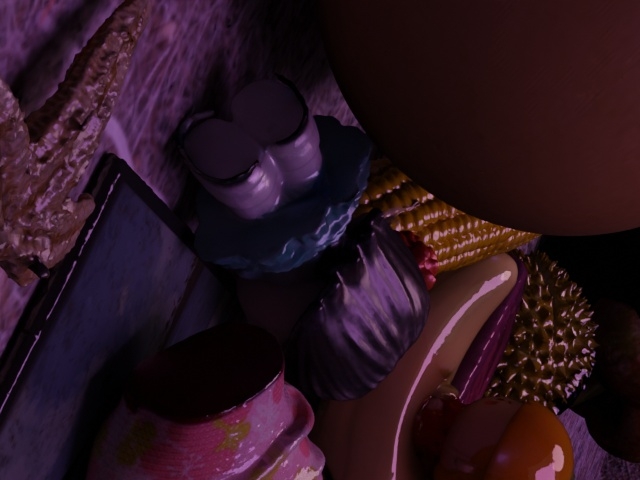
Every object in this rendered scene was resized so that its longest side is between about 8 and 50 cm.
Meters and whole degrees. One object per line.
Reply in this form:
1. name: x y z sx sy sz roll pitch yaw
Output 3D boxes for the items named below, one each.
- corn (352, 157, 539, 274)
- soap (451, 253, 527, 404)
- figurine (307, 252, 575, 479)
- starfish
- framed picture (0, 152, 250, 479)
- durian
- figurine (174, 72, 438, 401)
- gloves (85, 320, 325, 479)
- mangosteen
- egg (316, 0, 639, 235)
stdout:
1. corn: 0.096 -0.026 1.208 0.244 0.093 0.093 -16 128 -43
2. soap: 0.084 0.133 1.449 0.250 0.099 0.162 -58 166 -30
3. figurine: 0.090 0.162 1.282 0.325 0.222 0.124 -69 160 4
4. starfish: -0.139 -0.031 0.695 0.247 0.050 0.138 -36 142 -64
5. framed picture: -0.122 0.124 0.969 0.265 0.016 0.347 -64 161 -12
6. durian: 0.209 0.135 1.734 0.193 0.137 0.237 -42 149 -54
7. figurine: 0.000 0.000 0.991 0.138 0.110 0.245 -39 144 -10
8. gloves: -0.070 0.167 0.960 0.145 0.126 0.241 -55 150 -49
9. mangosteen: 0.411 0.080 1.970 0.435 0.382 0.382 -16 134 -26
10. egg: 0.153 -0.154 0.988 0.374 0.301 0.301 -14 123 -73
